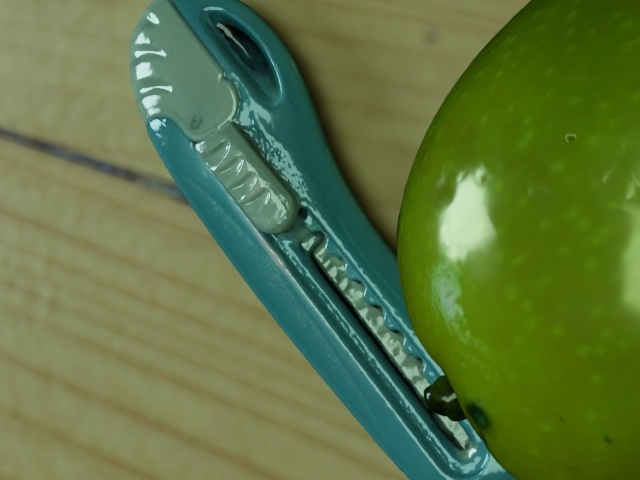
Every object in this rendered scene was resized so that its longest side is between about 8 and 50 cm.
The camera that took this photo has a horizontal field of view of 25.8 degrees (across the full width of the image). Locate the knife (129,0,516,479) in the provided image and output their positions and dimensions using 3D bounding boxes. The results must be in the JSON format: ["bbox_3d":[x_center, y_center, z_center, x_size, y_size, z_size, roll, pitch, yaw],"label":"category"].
[{"bbox_3d":[0.000,0.000,0.482,0.064,0.031,0.222,-42,72,18],"label":"knife"}]

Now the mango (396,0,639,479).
[{"bbox_3d":[0.159,-0.018,0.343,0.293,0.143,0.175,-20,75,16],"label":"mango"}]
